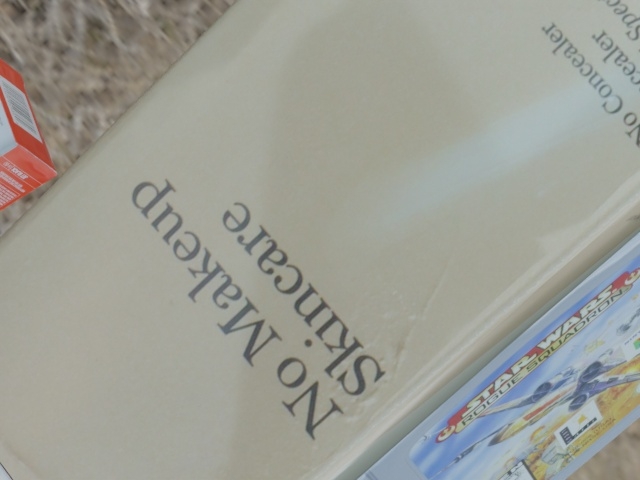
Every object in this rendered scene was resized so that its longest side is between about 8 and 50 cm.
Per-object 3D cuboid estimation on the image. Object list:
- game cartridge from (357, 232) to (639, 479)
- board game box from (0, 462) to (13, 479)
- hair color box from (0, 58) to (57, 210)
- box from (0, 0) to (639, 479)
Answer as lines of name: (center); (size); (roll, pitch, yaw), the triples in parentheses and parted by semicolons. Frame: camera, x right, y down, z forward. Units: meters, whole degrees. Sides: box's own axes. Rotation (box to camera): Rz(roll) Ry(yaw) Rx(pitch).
game cartridge: (0.094, 0.054, 0.894); (0.297, 0.062, 0.198); (-40, 157, -2)
board game box: (-0.135, 0.113, 0.402); (0.064, 0.242, 0.316); (-14, 128, 19)
hair color box: (-0.214, -0.033, 1.037); (0.141, 0.072, 0.043); (-30, 150, 11)
box: (0.000, 0.000, 0.707); (0.311, 0.148, 0.121); (-44, 170, 17)
